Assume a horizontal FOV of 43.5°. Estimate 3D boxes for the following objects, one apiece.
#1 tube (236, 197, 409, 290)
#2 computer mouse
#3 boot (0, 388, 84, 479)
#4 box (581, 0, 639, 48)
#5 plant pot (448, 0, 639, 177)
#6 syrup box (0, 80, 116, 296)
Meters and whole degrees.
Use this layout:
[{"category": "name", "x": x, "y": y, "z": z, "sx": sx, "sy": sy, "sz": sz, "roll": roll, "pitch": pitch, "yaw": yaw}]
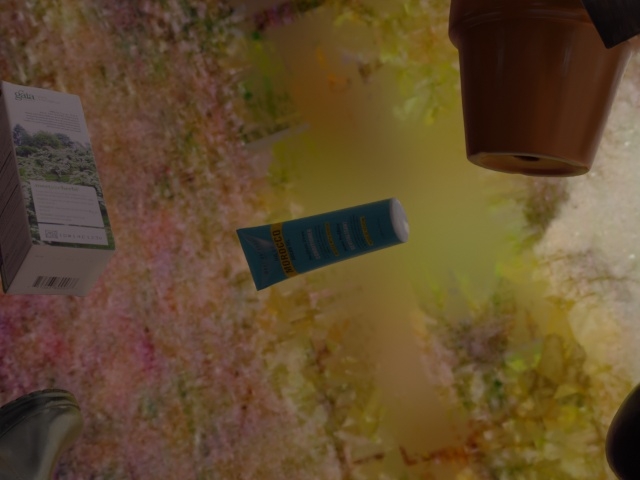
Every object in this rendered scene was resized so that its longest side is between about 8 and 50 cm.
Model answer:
[{"category": "tube", "x": 0.000, "y": 0.000, "z": 0.942, "sx": 0.052, "sy": 0.207, "sz": 0.080, "roll": -21, "pitch": 95, "yaw": -64}, {"category": "computer mouse", "x": 0.317, "y": 0.190, "z": 0.767, "sx": 0.072, "sy": 0.188, "sz": 0.272, "roll": 32, "pitch": -4, "yaw": 27}, {"category": "boot", "x": -0.174, "y": 0.181, "z": 0.446, "sx": 0.161, "sy": 0.083, "sz": 0.246, "roll": 59, "pitch": 4, "yaw": 3}, {"category": "box", "x": 0.244, "y": -0.275, "z": 0.638, "sx": 0.231, "sy": 0.056, "sz": 0.183, "roll": -40, "pitch": 101, "yaw": -43}, {"category": "plant pot", "x": 0.231, "y": -0.170, "z": 0.847, "sx": 0.205, "sy": 0.205, "sz": 0.187, "roll": 30, "pitch": 68, "yaw": -78}, {"category": "syrup box", "x": -0.313, "y": -0.060, "z": 0.905, "sx": 0.093, "sy": 0.096, "sz": 0.236, "roll": 5, "pitch": 50, "yaw": -39}]
